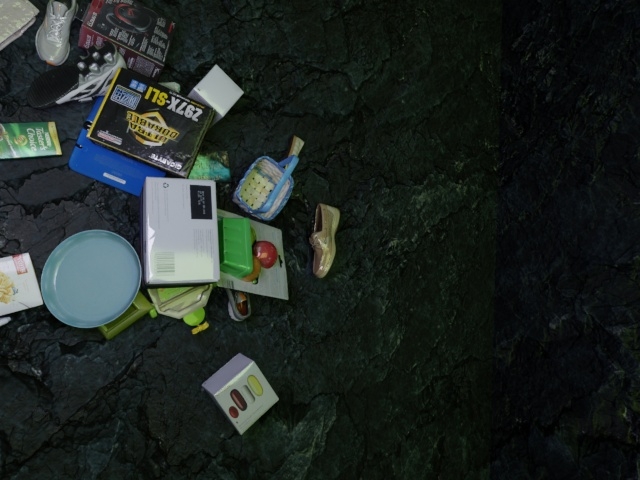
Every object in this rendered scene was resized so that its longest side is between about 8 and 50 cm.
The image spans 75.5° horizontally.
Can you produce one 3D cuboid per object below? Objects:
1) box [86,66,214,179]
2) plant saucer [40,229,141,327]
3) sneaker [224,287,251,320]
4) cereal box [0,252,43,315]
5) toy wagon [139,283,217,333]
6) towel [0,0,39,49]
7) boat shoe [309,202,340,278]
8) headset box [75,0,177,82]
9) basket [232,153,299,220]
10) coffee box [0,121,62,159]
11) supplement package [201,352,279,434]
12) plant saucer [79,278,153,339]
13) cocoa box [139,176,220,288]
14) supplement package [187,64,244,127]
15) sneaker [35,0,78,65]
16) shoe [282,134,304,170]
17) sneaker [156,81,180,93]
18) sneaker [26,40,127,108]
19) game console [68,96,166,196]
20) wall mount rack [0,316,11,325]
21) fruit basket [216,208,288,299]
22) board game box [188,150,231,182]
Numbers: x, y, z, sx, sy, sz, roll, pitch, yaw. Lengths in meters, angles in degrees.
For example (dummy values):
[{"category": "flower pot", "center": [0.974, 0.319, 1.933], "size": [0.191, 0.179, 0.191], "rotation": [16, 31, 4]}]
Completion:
[{"category": "box", "center": [-0.546, -0.378, 1.362], "size": [0.322, 0.079, 0.257], "rotation": [23, 80, -13]}, {"category": "plant saucer", "center": [-0.739, 0.123, 1.350], "size": [0.317, 0.044, 0.318], "rotation": [0, 79, -1]}, {"category": "sneaker", "center": [-0.334, 0.189, 1.641], "size": [0.100, 0.108, 0.272], "rotation": [-20, 95, -30]}, {"category": "cereal box", "center": [-1.002, 0.147, 1.253], "size": [0.240, 0.047, 0.173], "rotation": [-16, 97, -32]}, {"category": "toy wagon", "center": [-0.524, 0.186, 1.545], "size": [0.267, 0.068, 0.344], "rotation": [-27, 103, -30]}, {"category": "towel", "center": [-1.040, -0.688, 1.264], "size": [0.187, 0.049, 0.282], "rotation": [44, 68, -22]}, {"category": "boat shoe", "center": [0.000, 0.000, 1.863], "size": [0.110, 0.121, 0.341], "rotation": [19, 68, -26]}, {"category": "headset box", "center": [-0.677, -0.726, 1.432], "size": [0.293, 0.110, 0.218], "rotation": [19, 63, -31]}, {"category": "basket", "center": [-0.208, -0.211, 1.628], "size": [0.201, 0.289, 0.255], "rotation": [37, 73, -21]}, {"category": "coffee box", "center": [-0.939, -0.317, 1.316], "size": [0.184, 0.040, 0.113], "rotation": [-12, 94, -32]}, {"category": "supplement package", "center": [-0.312, 0.592, 1.614], "size": [0.194, 0.149, 0.203], "rotation": [-38, 109, -28]}, {"category": "plant saucer", "center": [-0.706, 0.219, 1.399], "size": [0.188, 0.045, 0.188], "rotation": [-36, 103, -8]}, {"category": "cocoa box", "center": [-0.489, -0.016, 1.415], "size": [0.231, 0.228, 0.347], "rotation": [0, 79, -29]}, {"category": "supplement package", "center": [-0.415, -0.516, 1.537], "size": [0.134, 0.244, 0.139], "rotation": [42, 68, -24]}, {"category": "sneaker", "center": [-0.856, -0.705, 1.337], "size": [0.099, 0.121, 0.262], "rotation": [11, 82, -31]}, {"category": "shoe", "center": [-0.126, -0.358, 1.813], "size": [0.058, 0.076, 0.219], "rotation": [24, 73, -24]}, {"category": "sneaker", "center": [-0.537, -0.536, 1.494], "size": [0.094, 0.212, 0.080], "rotation": [-40, 145, -31]}, {"category": "sneaker", "center": [-0.791, -0.512, 1.375], "size": [0.330, 0.146, 0.122], "rotation": [-31, 76, -6]}, {"category": "game console", "center": [-0.694, -0.329, 1.482], "size": [0.293, 0.173, 0.250], "rotation": [24, 107, -29]}, {"category": "wall mount rack", "center": [-1.033, 0.182, 1.085], "size": [0.304, 0.130, 0.350], "rotation": [-31, 108, -55]}, {"category": "fruit basket", "center": [-0.277, 0.061, 1.631], "size": [0.353, 0.165, 0.327], "rotation": [24, 50, -49]}, {"category": "board game box", "center": [-0.452, -0.287, 1.633], "size": [0.186, 0.026, 0.126], "rotation": [-10, 94, -32]}]
